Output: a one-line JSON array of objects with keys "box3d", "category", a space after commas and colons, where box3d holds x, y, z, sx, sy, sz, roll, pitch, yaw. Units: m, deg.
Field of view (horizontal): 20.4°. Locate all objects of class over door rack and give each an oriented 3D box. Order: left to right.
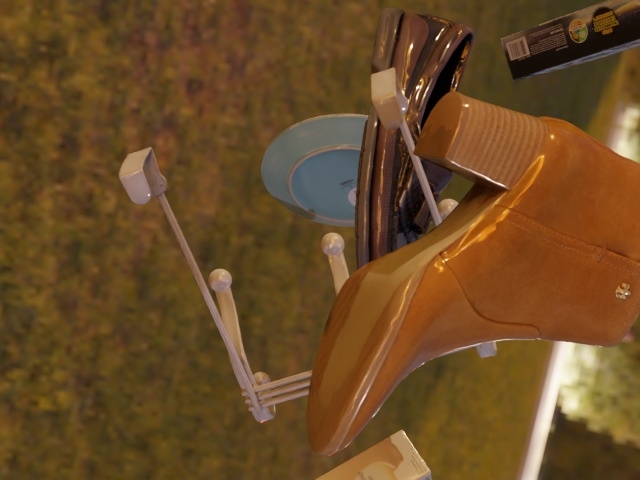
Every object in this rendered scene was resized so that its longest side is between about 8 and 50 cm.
[{"box3d": [0.000, 0.000, 1.542, 0.108, 0.240, 0.324, -97, 166, -50], "category": "over door rack"}]

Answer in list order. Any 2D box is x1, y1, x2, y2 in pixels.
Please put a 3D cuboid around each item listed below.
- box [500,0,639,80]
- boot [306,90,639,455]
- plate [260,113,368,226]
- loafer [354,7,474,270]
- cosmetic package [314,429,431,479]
[{"box3d": [0.177, -0.121, 0.955, 0.094, 0.137, 0.027, -19, 93, -39], "category": "box"}, {"box3d": [0.131, 0.051, 1.315, 0.295, 0.211, 0.104, -66, -155, 3], "category": "boot"}, {"box3d": [0.029, -0.066, 1.907, 0.188, 0.188, 0.024, 84, 6, -51], "category": "plate"}, {"box3d": [0.089, -0.093, 1.682, 0.109, 0.095, 0.302, 79, 15, -59], "category": "loafer"}, {"box3d": [0.050, 0.249, 1.809, 0.115, 0.060, 0.041, -30, 151, -12], "category": "cosmetic package"}]
